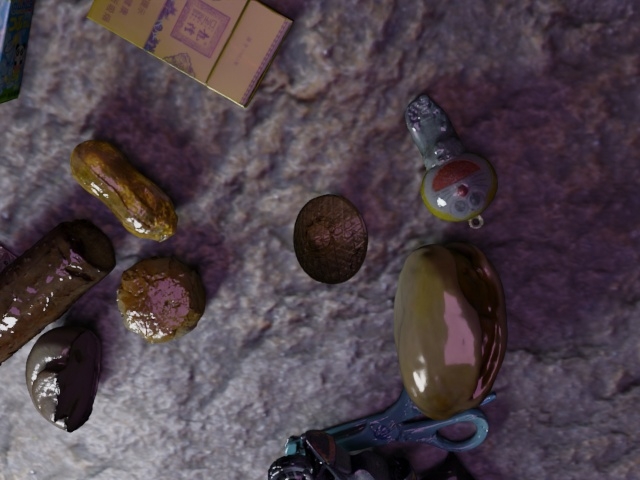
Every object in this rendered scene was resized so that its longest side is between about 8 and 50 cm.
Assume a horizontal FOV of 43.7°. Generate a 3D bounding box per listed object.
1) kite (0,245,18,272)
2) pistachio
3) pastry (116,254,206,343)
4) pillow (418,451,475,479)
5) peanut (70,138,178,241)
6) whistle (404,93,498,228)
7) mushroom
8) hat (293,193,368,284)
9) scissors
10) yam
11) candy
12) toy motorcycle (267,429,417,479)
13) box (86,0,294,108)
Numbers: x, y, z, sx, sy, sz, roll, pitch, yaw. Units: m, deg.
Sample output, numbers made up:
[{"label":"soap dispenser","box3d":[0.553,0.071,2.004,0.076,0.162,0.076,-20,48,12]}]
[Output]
[{"label":"kite","box3d":[-0.575,0.050,1.380,0.152,0.005,0.137,-4,108,5]},{"label":"pistachio","box3d":[0.202,0.144,1.282,0.166,0.197,0.288,1,91,-39]},{"label":"pastry","box3d":[-0.267,0.098,1.335,0.153,0.081,0.153,3,109,8]},{"label":"pillow","box3d":[0.250,0.458,1.432,0.090,0.048,0.150,-37,99,18]},{"label":"peanut","box3d":[-0.313,-0.079,1.281,0.206,0.087,0.087,43,105,-7]},{"label":"whistle","box3d":[0.195,-0.119,1.223,0.122,0.123,0.223,-26,90,11]},{"label":"mushroom","box3d":[-0.447,0.232,1.366,0.117,0.141,0.188,11,107,24]},{"label":"hat","box3d":[0.000,0.000,1.300,0.146,0.067,0.146,2,86,-33]},{"label":"scissors","box3d":[0.119,0.324,1.406,0.392,0.032,0.180,-17,105,9]},{"label":"yam","box3d":[-0.477,0.083,1.324,0.279,0.131,0.131,-38,102,13]},{"label":"candy","box3d":[-0.491,-0.306,1.212,0.062,0.097,0.195,18,109,-1]},{"label":"toy motorcycle","box3d":[0.061,0.420,1.386,0.307,0.108,0.173,28,121,-25]},{"label":"box","box3d":[-0.197,-0.337,1.214,0.279,0.041,0.153,30,106,-5]}]
